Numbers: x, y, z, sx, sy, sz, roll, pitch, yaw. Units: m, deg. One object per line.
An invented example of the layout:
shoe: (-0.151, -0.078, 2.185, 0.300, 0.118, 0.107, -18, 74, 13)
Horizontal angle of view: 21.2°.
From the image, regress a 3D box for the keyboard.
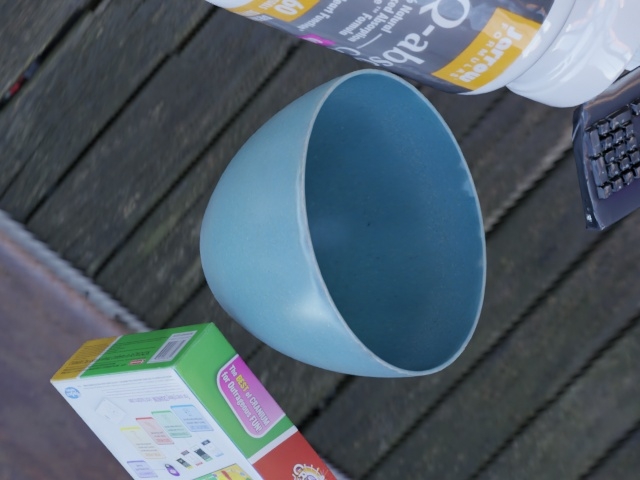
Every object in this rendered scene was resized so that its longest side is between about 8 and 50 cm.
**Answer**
keyboard: (0.348, -0.091, 1.492, 0.317, 0.033, 0.201, -30, 122, -25)

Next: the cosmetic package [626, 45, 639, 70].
cosmetic package: (0.316, -0.340, 1.831, 0.377, 0.097, 0.284, 19, 119, 10)

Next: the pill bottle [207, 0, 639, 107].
pill bottle: (0.064, -0.184, 1.066, 0.278, 0.162, 0.162, 17, 112, -30)

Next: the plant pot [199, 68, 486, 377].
plant pot: (0.000, 0.000, 1.647, 0.195, 0.290, 0.290, -14, 115, 37)

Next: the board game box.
board game box: (-0.100, 0.228, 1.715, 0.242, 0.064, 0.316, -10, 122, 52)
